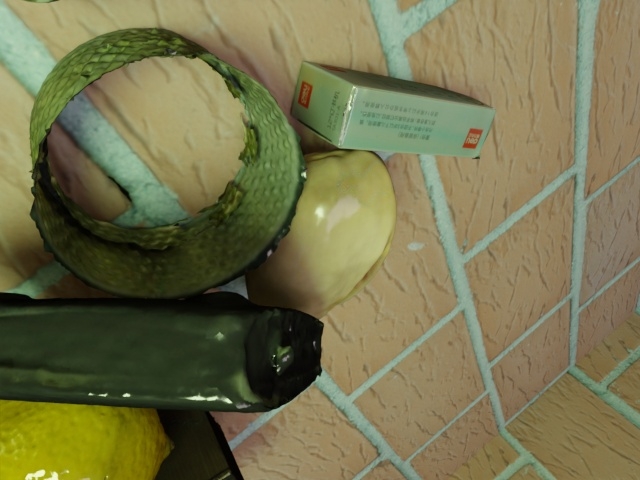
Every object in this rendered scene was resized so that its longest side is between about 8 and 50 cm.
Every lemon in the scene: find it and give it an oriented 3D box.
[{"bbox_3d":[-0.336,0.272,0.586,0.254,0.228,0.228,-3,129,6],"label":"lemon"}]

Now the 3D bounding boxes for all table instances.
[{"bbox_3d":[-0.236,0.387,0.764,0.173,0.193,0.169,-27,133,-17],"label":"table"}]

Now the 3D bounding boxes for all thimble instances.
[{"bbox_3d":[-0.167,-0.080,0.508,0.271,0.150,0.270,-18,130,-24],"label":"thimble"}]

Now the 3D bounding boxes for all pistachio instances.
[{"bbox_3d":[0.000,0.000,0.659,0.188,0.187,0.299,-4,131,-34],"label":"pistachio"}]

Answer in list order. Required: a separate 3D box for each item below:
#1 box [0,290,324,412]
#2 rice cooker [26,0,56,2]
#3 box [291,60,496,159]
[{"bbox_3d":[-0.179,0.107,0.475,0.351,0.090,0.359,1,168,7],"label":"box"},{"bbox_3d":[-0.173,-0.293,0.262,0.289,0.277,0.288,-7,115,-15],"label":"rice cooker"},{"bbox_3d":[0.108,-0.178,0.643,0.270,0.135,0.079,-4,122,-34],"label":"box"}]
